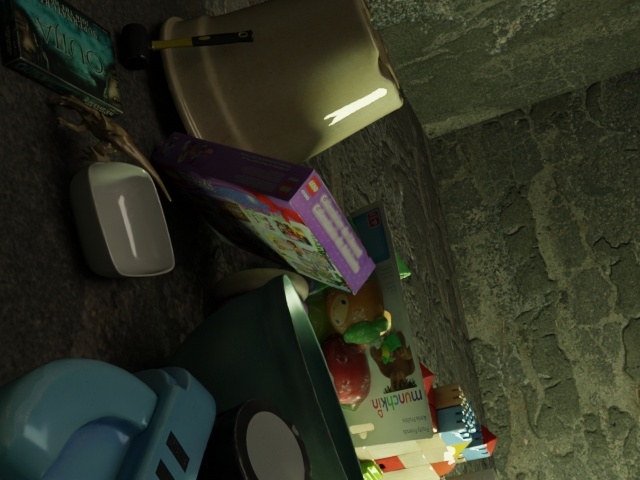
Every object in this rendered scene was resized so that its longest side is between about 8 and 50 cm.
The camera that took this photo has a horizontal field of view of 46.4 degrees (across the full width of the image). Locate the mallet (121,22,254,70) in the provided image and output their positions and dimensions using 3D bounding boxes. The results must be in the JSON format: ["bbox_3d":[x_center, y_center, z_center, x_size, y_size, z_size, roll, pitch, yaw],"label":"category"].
[{"bbox_3d":[-0.194,-0.294,1.080,0.039,0.190,0.062,101,-26,-69],"label":"mallet"}]

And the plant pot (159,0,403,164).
[{"bbox_3d":[-0.043,-0.267,1.223,0.334,0.306,0.333,-21,90,-78],"label":"plant pot"}]

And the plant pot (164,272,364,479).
[{"bbox_3d":[-0.082,0.207,0.854,0.293,0.196,0.292,-20,90,-88],"label":"plant pot"}]

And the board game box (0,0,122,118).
[{"bbox_3d":[-0.314,-0.236,0.910,0.186,0.026,0.126,24,50,-66],"label":"board game box"}]

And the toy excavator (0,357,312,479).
[{"bbox_3d":[-0.247,0.196,0.501,0.445,0.222,0.432,49,27,-22],"label":"toy excavator"}]

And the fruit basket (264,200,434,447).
[{"bbox_3d":[0.027,0.151,1.184,0.166,0.327,0.352,3,72,-33],"label":"fruit basket"}]

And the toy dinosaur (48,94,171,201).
[{"bbox_3d":[-0.237,-0.118,0.848,0.183,0.053,0.092,41,13,0],"label":"toy dinosaur"}]

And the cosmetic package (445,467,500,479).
[{"bbox_3d":[0.268,0.561,1.540,0.127,0.238,0.107,55,23,-37],"label":"cosmetic package"}]

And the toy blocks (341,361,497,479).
[{"bbox_3d":[0.175,0.358,1.413,0.190,0.261,0.381,-87,152,-47],"label":"toy blocks"}]

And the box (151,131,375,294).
[{"bbox_3d":[-0.082,-0.042,1.035,0.057,0.293,0.201,-53,136,-18],"label":"box"}]

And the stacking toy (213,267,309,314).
[{"bbox_3d":[-0.079,0.212,1.049,0.141,0.141,0.330,38,44,-60],"label":"stacking toy"}]

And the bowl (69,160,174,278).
[{"bbox_3d":[-0.240,-0.019,0.885,0.142,0.053,0.141,-4,77,-70],"label":"bowl"}]
